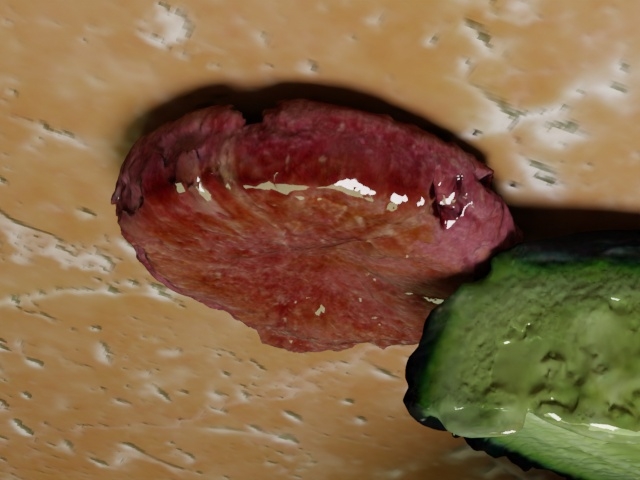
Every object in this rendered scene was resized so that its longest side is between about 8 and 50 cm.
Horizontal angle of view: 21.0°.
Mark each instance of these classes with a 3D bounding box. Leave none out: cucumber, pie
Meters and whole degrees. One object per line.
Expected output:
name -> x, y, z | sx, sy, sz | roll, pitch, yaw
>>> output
cucumber -> 0.130, 0.053, 0.611 | 0.115, 0.085, 0.193 | -10, 151, 36
pie -> 0.000, 0.000, 0.606 | 0.153, 0.038, 0.153 | 8, 153, 4
